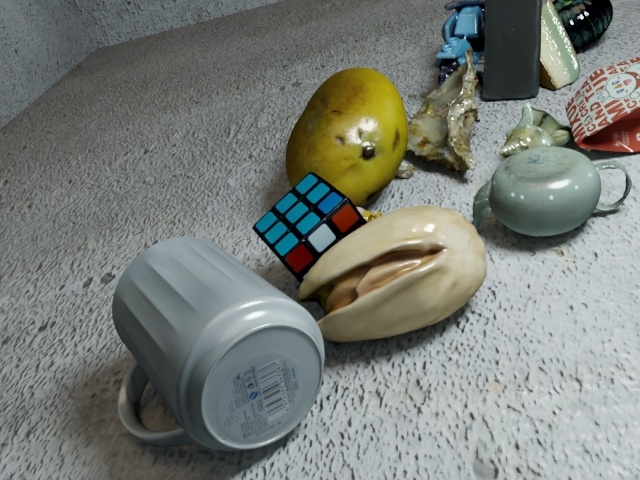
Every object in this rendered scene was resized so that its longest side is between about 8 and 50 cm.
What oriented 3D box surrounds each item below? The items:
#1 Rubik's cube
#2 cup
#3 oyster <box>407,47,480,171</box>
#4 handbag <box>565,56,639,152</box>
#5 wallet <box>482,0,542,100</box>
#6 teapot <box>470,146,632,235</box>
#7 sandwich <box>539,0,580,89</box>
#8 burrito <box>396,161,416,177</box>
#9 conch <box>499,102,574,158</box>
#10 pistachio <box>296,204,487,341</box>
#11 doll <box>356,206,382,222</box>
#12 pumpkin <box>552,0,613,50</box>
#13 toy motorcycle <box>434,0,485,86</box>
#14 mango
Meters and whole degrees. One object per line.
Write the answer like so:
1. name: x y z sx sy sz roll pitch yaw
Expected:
1. Rubik's cube: 0.000 0.000 1.261 0.162 0.163 0.160 -41 34 -4
2. cup: -0.185 0.185 1.070 0.323 0.236 0.326 -56 39 -2
3. oyster: 0.290 -0.272 1.610 0.204 0.111 0.396 -33 33 44
4. handbag: 0.650 -0.273 1.391 0.297 0.151 0.171 -15 37 14
5. wallet: 0.475 -0.494 1.722 0.145 0.286 0.030 5 14 30
6. teapot: 0.403 -0.082 1.248 0.294 0.130 0.193 -7 33 15
7. sandwich: 0.560 -0.503 1.764 0.108 0.186 0.220 -24 32 -5
8. burrito: 0.156 -0.183 1.620 0.045 0.041 0.185 14 15 -31
9. conch: 0.432 -0.207 1.433 0.114 0.137 0.234 -27 10 41
10. pistachio: 0.115 0.058 1.134 0.317 0.214 0.194 -22 73 8
11. doll: 0.064 -0.033 1.412 0.127 0.073 0.084 -2 2 18
12. pumpkin: 0.691 -0.592 1.878 0.201 0.140 0.202 -28 30 17
13. toy motorcycle: 0.389 -0.542 1.868 0.172 0.232 0.416 8 40 28
14. mango: 0.057 -0.239 1.560 0.301 0.220 0.445 -41 24 23
